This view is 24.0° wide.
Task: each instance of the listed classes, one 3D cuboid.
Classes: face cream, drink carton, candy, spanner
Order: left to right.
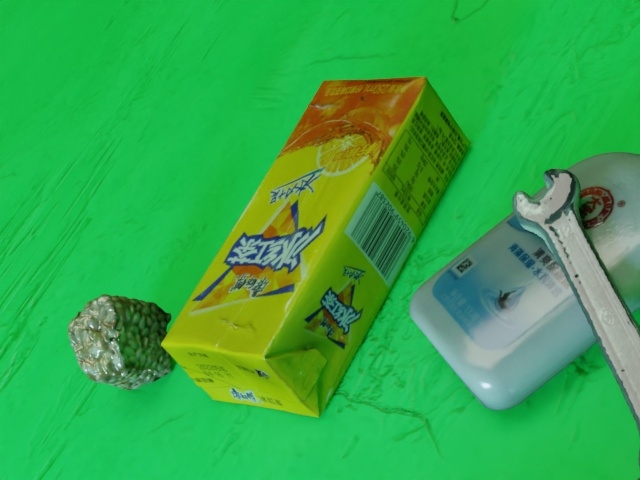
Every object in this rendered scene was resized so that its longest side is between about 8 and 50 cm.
[{"bbox_3d":[-0.207,0.106,1.563,0.085,0.110,0.095,-22,77,22],"label":"candy"},{"bbox_3d":[0.000,0.000,1.506,0.155,0.111,0.351,4,54,44],"label":"drink carton"},{"bbox_3d":[0.241,0.001,1.318,0.337,0.080,0.163,-38,42,1],"label":"face cream"},{"bbox_3d":[0.235,0.066,1.224,0.071,0.017,0.302,-29,59,8],"label":"spanner"}]

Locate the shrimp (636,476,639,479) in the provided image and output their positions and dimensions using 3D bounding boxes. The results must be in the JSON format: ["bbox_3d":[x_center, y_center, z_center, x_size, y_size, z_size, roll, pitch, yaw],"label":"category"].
[{"bbox_3d":[0.279,0.247,1.022,0.178,0.075,0.289,5,52,20],"label":"shrimp"}]
